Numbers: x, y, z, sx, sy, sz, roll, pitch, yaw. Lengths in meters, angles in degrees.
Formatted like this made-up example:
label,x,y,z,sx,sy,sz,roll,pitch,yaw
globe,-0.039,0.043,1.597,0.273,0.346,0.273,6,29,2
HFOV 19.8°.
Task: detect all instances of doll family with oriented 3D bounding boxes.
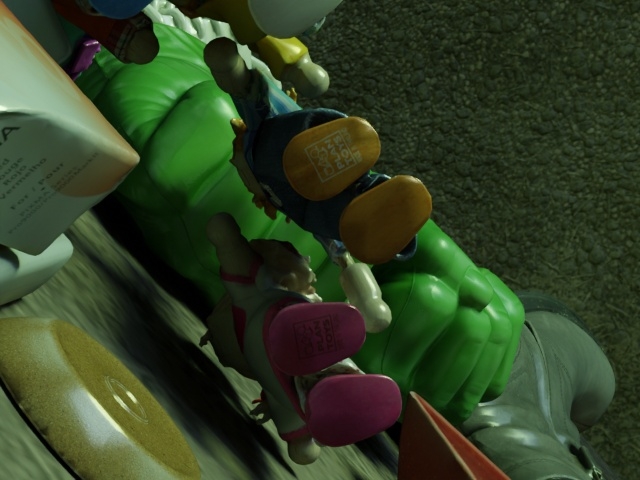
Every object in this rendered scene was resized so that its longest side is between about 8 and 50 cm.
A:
label,x,y,z,sx,sy,sz,roll,pitch,yaw
doll family,-0.020,-0.050,0.683,0.263,0.118,0.163,64,-11,-13

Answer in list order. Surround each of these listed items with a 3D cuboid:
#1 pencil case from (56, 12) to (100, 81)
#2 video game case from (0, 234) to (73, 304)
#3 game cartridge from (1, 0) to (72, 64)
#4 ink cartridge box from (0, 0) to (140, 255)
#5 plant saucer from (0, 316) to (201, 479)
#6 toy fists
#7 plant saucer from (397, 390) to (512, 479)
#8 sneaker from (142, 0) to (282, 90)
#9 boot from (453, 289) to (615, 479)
label,x,y,z,sx,sy,sz,roll,pitch,yaw
pencil case,-0.146,-0.116,0.786,0.070,0.064,0.152,22,22,-42
video game case,-0.157,-0.059,0.453,0.206,0.026,0.227,47,4,0
game cartridge,-0.183,-0.173,0.653,0.294,0.060,0.196,50,-10,45
ink cartridge box,-0.125,-0.073,0.417,0.145,0.045,0.179,48,1,15
plant saucer,-0.059,0.048,0.508,0.083,0.015,0.083,47,5,-5
toy fists,0.000,0.000,0.883,0.279,0.096,0.142,36,16,-45
plant saucer,0.142,0.212,0.801,0.259,0.048,0.258,43,6,-39
sneaker,-0.095,-0.113,1.060,0.094,0.091,0.258,49,5,17
boot,0.133,0.134,1.123,0.338,0.118,0.223,21,28,-55
